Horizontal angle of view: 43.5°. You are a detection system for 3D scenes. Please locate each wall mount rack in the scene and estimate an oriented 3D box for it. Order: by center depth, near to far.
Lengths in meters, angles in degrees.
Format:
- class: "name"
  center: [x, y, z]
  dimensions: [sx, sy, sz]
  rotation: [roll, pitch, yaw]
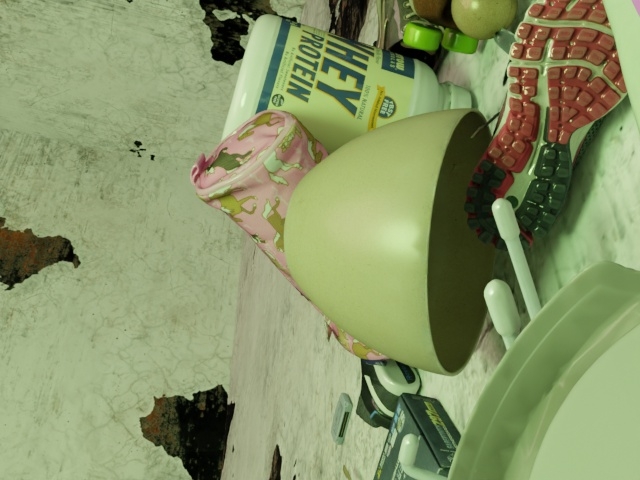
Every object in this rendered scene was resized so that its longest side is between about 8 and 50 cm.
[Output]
- class: "wall mount rack"
  center: [0.144, 0.148, 0.665]
  dimensions: [0.350, 0.131, 0.304]
  rotation: [-57, -12, -68]

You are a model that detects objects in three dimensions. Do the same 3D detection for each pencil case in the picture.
- class: "pencil case"
  center: [0.000, 0.000, 1.079]
  dimensions: [0.167, 0.386, 0.160]
  rotation: [-47, 30, -11]

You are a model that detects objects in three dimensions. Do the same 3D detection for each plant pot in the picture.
- class: "plant pot"
  center: [0.072, -0.006, 0.891]
  dimensions: [0.284, 0.191, 0.284]
  rotation: [6, -90, -65]

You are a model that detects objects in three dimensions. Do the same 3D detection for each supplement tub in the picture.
- class: "supplement tub"
  center: [0.032, -0.175, 1.182]
  dimensions: [0.235, 0.325, 0.235]
  rotation: [-165, 90, -83]

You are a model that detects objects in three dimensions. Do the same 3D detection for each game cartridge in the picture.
- class: "game cartridge"
  center: [0.038, 0.325, 1.469]
  dimensions: [0.056, 0.017, 0.083]
  rotation: [-128, 51, -70]

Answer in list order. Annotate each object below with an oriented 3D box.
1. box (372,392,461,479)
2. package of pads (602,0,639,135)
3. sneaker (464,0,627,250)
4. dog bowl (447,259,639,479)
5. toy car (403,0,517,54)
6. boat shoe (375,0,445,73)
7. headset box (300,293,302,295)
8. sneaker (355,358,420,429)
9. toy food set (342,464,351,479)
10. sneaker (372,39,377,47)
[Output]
- class: "box"
  center: [0.115, 0.336, 1.003]
  dimensions: [0.183, 0.059, 0.232]
  rotation: [-120, 43, -70]
- class: "package of pads"
  center: [0.268, -0.196, 0.382]
  dimensions: [0.296, 0.101, 0.229]
  rotation: [-45, 32, 45]
- class: "sneaker"
  center: [0.230, -0.139, 0.808]
  dimensions: [0.299, 0.121, 0.112]
  rotation: [-66, -9, 24]
- class: "dog bowl"
  center: [0.214, 0.139, 0.371]
  dimensions: [0.349, 0.102, 0.348]
  rotation: [-41, 30, 30]
- class: "toy car"
  center: [0.222, -0.311, 1.058]
  dimensions: [0.188, 0.149, 0.155]
  rotation: [38, 124, 44]
- class: "boat shoe"
  center: [0.161, -0.344, 1.325]
  dimensions: [0.130, 0.133, 0.355]
  rotation: [-121, 35, -59]
- class: "headset box"
  center: [0.033, -0.052, 1.615]
  dimensions: [0.218, 0.110, 0.293]
  rotation: [-114, 37, -69]
- class: "sneaker"
  center: [0.081, 0.203, 1.229]
  dimensions: [0.217, 0.079, 0.121]
  rotation: [-105, 30, -61]
- class: "toy food set"
  center: [0.046, 0.439, 1.322]
  dimensions: [0.078, 0.019, 0.122]
  rotation: [-140, 54, -77]
- class: "sneaker"
  center: [0.093, -0.315, 1.481]
  dimensions: [0.283, 0.124, 0.107]
  rotation: [-63, 15, 12]
